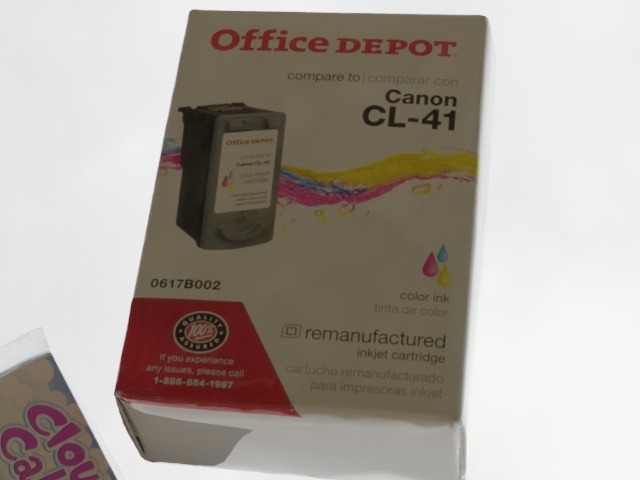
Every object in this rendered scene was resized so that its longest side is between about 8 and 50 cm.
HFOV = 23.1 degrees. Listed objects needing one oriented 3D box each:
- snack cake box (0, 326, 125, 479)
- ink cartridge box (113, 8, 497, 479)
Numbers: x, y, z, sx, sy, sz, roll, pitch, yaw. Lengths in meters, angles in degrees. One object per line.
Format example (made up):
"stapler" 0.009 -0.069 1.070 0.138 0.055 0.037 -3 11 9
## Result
"snack cake box" -0.181 0.205 1.158 0.089 0.152 0.264 -28 -81 -7
"ink cartridge box" 0.000 0.000 1.068 0.226 0.131 0.306 3 -117 8
